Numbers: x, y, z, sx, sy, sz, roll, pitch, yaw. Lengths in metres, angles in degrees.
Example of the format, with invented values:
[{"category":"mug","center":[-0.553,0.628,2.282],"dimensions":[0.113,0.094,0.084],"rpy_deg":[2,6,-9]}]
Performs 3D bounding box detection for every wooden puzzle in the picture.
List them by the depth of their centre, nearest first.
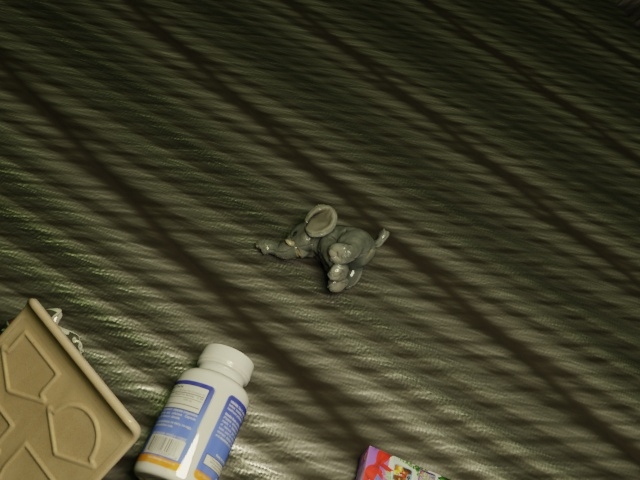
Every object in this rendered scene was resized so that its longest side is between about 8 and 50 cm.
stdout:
[{"category":"wooden puzzle","center":[-0.502,0.328,1.067],"dimensions":[0.322,0.080,0.348],"rpy_deg":[44,99,17]}]

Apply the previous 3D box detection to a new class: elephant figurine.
[{"category":"elephant figurine","center":[0.000,0.000,1.452],"dimensions":[0.239,0.169,0.186],"rpy_deg":[36,26,31]}]

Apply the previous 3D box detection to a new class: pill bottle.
[{"category":"pill bottle","center":[-0.229,0.343,1.161],"dimensions":[0.152,0.152,0.272],"rpy_deg":[21,54,2]}]

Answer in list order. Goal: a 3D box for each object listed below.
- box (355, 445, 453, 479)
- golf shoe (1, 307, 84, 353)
[{"category":"box","center":[0.145,0.553,1.113],"dimensions":[0.201,0.057,0.293],"rpy_deg":[24,43,-2]},{"category":"golf shoe","center":[-0.515,0.243,1.197],"dimensions":[0.120,0.105,0.273],"rpy_deg":[-29,67,-35]}]
